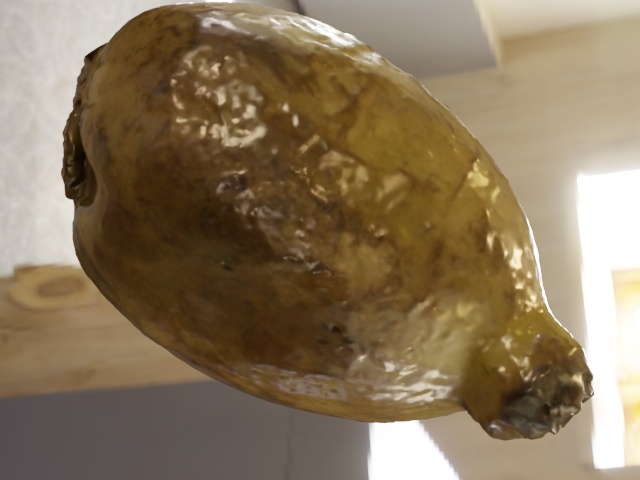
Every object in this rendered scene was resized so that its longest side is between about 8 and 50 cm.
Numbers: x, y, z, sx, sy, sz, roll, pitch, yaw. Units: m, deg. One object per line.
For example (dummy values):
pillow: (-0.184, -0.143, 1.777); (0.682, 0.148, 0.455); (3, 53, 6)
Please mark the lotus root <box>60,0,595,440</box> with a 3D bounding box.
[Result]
lotus root: (0.000, 0.000, 0.481); (0.138, 0.214, 0.138); (-51, 167, -17)
